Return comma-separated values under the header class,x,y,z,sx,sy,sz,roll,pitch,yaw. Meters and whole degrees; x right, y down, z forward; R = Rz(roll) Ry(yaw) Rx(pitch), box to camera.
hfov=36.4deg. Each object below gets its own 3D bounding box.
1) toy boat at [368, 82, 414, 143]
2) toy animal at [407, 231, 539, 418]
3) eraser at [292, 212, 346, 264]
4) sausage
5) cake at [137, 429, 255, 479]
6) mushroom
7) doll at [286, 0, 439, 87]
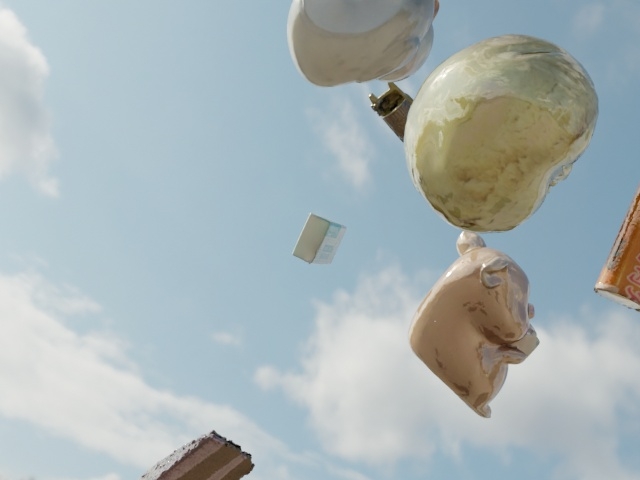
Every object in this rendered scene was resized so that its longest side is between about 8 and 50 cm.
class,x,y,z,sx,sy,sz,roll,pitch,yaw
toy boat,0.178,-0.196,1.797,0.068,0.088,0.226,-37,-73,17
toy animal,0.273,0.147,1.674,0.213,0.256,0.195,33,7,-15
eraser,0.000,0.000,2.039,0.052,0.095,0.225,24,2,11
sausage,0.416,-0.029,1.211,0.071,0.234,0.071,25,-7,3
cake,-0.247,0.456,1.829,0.116,0.112,0.295,40,-56,-16
mushroom,0.121,-0.074,0.666,0.112,0.148,0.148,23,-29,-20
doll,0.073,-0.311,1.461,0.221,0.251,0.221,51,-11,14
